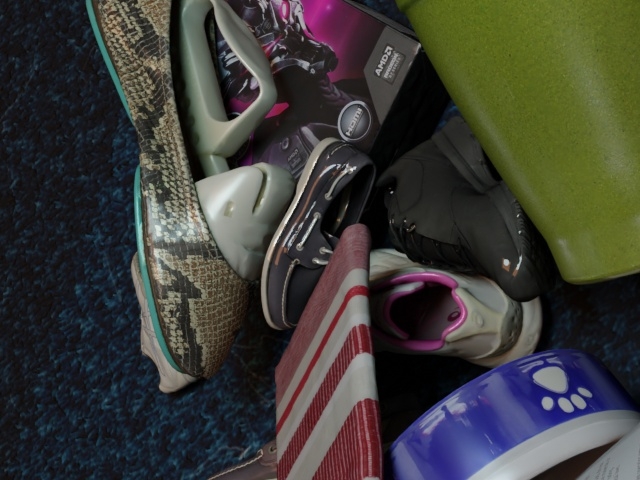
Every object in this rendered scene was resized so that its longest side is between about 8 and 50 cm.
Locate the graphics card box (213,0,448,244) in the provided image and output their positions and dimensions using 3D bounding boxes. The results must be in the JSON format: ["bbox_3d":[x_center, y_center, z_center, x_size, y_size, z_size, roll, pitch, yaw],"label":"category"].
[{"bbox_3d":[-0.040,-0.178,1.793,0.371,0.094,0.232,35,105,35],"label":"graphics card box"}]

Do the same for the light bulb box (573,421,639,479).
[{"bbox_3d":[0.330,0.328,1.244,0.358,0.225,0.361,44,111,0],"label":"light bulb box"}]

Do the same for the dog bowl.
[{"bbox_3d":[0.174,0.221,1.447,0.265,0.265,0.104,-47,55,21],"label":"dog bowl"}]

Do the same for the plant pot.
[{"bbox_3d":[0.267,-0.160,1.403,0.366,0.366,0.353,-19,92,33],"label":"plant pot"}]

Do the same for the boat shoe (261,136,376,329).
[{"bbox_3d":[0.000,0.000,1.634,0.065,0.075,0.206,23,96,38],"label":"boat shoe"}]

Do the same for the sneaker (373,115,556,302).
[{"bbox_3d":[0.135,-0.011,1.556,0.130,0.109,0.286,-29,28,1],"label":"sneaker"}]

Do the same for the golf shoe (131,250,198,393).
[{"bbox_3d":[-0.191,0.096,1.876,0.086,0.069,0.176,-43,58,30],"label":"golf shoe"}]

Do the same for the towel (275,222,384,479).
[{"bbox_3d":[0.010,0.178,1.507,0.237,0.037,0.329,115,160,-44],"label":"towel"}]

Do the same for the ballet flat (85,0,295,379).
[{"bbox_3d":[-0.123,-0.105,1.703,0.182,0.164,0.482,-20,70,20],"label":"ballet flat"}]

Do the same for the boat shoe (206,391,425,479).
[{"bbox_3d":[-0.004,0.228,1.690,0.285,0.103,0.092,-20,60,33],"label":"boat shoe"}]

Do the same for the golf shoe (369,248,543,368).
[{"bbox_3d":[0.070,0.061,1.637,0.306,0.140,0.115,3,84,39],"label":"golf shoe"}]
